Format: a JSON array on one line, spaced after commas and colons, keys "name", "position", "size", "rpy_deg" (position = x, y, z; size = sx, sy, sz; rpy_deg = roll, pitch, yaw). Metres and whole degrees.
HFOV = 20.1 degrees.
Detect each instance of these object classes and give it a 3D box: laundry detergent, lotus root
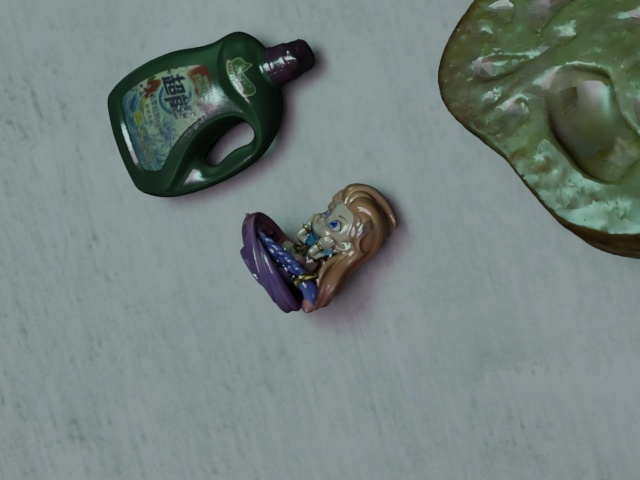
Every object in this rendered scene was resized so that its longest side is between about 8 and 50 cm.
[{"name": "laundry detergent", "position": [-0.101, -0.135, 1.840], "size": [0.222, 0.078, 0.144], "rpy_deg": [-20, 84, 21]}, {"name": "lotus root", "position": [0.288, -0.168, 1.600], "size": [0.375, 0.111, 0.390], "rpy_deg": [-12, 70, 26]}]

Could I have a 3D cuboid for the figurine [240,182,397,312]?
[{"name": "figurine", "position": [-0.001, 0.009, 1.785], "size": [0.157, 0.126, 0.114], "rpy_deg": [-20, 119, -12]}]
